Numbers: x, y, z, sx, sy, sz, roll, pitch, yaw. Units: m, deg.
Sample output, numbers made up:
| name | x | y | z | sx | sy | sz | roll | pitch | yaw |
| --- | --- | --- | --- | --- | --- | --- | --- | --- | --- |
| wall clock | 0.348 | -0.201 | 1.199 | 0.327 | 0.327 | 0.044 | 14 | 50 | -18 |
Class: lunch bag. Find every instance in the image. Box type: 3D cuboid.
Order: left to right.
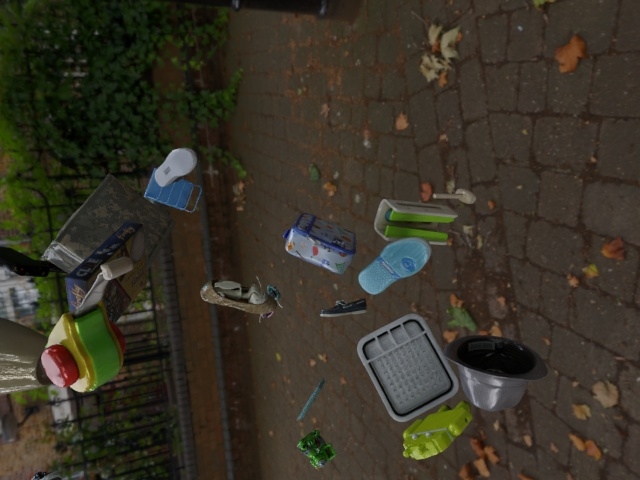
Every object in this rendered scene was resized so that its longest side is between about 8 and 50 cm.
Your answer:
| name | x | y | z | sx | sy | sz | roll | pitch | yaw |
| --- | --- | --- | --- | --- | --- | --- | --- | --- | --- |
| lunch bag | -0.565 | -0.016 | 1.315 | 0.169 | 0.235 | 0.287 | -27 | 32 | 46 |
| lunch bag | 0.000 | 0.000 | 1.649 | 0.303 | 0.243 | 0.114 | -68 | 3 | -76 |

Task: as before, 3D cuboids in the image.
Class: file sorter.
| name | x | y | z | sx | sy | sz | roll | pitch | yaw |
| --- | --- | --- | --- | --- | --- | --- | --- | --- | --- |
| file sorter | -0.564 | -0.188 | 1.839 | 0.104 | 0.170 | 0.118 | 19 | 89 | 43 |

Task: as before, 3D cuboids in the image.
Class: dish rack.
| name | x | y | z | sx | sy | sz | roll | pitch | yaw |
| --- | --- | --- | --- | --- | --- | --- | --- | --- | --- |
| dish rack | 0.323 | 0.473 | 1.786 | 0.332 | 0.286 | 0.072 | 62 | 173 | 17 |

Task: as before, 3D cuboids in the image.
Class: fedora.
| name | x | y | z | sx | sy | sz | roll | pitch | yaw |
| --- | --- | --- | --- | --- | --- | --- | --- | --- | --- |
| fedora | 0.427 | 0.336 | 1.183 | 0.275 | 0.244 | 0.124 | -21 | -64 | -66 |

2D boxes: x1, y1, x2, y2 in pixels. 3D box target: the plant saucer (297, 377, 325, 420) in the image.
| name | x | y | z | sx | sy | sz | roll | pitch | yaw |
| --- | --- | --- | --- | --- | --- | --- | --- | --- | --- |
| plant saucer | -0.035 | 0.614 | 1.831 | 0.192 | 0.018 | 0.067 | -60 | -8 | 23 |

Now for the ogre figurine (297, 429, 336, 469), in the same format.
| name | x | y | z | sx | sy | sz | roll | pitch | yaw |
| --- | --- | --- | --- | --- | --- | --- | --- | --- | --- |
| ogre figurine | -0.011 | 0.740 | 1.688 | 0.118 | 0.097 | 0.197 | 45 | 163 | 19 |

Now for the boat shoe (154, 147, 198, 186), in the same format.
| name | x | y | z | sx | sy | sz | roll | pitch | yaw |
| --- | --- | --- | --- | --- | --- | --- | --- | --- | --- |
| boat shoe | -0.265 | -0.141 | 0.896 | 0.142 | 0.040 | 0.049 | -18 | 98 | 45 |

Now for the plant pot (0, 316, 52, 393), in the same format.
| name | x | y | z | sx | sy | sz | roll | pitch | yaw |
| --- | --- | --- | --- | --- | --- | --- | --- | --- | --- |
| plant pot | -0.948 | 0.362 | 1.450 | 0.256 | 0.274 | 0.256 | 5 | -90 | -82 |

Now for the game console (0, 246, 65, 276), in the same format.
| name | x | y | z | sx | sy | sz | roll | pitch | yaw |
| --- | --- | --- | --- | --- | --- | --- | --- | --- | --- |
| game console | -0.974 | 0.078 | 1.660 | 0.213 | 0.361 | 0.043 | 19 | 90 | 22 |

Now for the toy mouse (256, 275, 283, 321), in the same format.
| name | x | y | z | sx | sy | sz | roll | pitch | yaw |
| --- | --- | --- | --- | --- | --- | --- | --- | --- | --- |
| toy mouse | -0.173 | 0.215 | 1.658 | 0.143 | 0.031 | 0.160 | 9 | 92 | 38 |

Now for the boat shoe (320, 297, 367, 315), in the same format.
| name | x | y | z | sx | sy | sz | roll | pitch | yaw |
| --- | --- | --- | --- | --- | --- | --- | --- | --- | --- |
| boat shoe | 0.117 | 0.337 | 2.392 | 0.095 | 0.255 | 0.079 | 151 | 113 | -73 |

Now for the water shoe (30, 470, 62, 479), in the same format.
| name | x | y | z | sx | sy | sz | roll | pitch | yaw |
| --- | --- | --- | --- | --- | --- | --- | --- | --- | --- |
| water shoe | -0.895 | 0.774 | 1.518 | 0.203 | 0.073 | 0.080 | -45 | 53 | 22 |

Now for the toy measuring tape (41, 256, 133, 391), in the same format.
| name | x | y | z | sx | sy | sz | roll | pitch | yaw |
| --- | --- | --- | --- | --- | --- | --- | --- | --- | --- |
| toy measuring tape | -0.335 | 0.149 | 0.720 | 0.330 | 0.121 | 0.121 | -40 | 56 | 37 |

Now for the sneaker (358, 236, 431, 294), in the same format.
| name | x | y | z | sx | sy | sz | roll | pitch | yaw |
| --- | --- | --- | --- | --- | --- | --- | --- | --- | --- |
| sneaker | 0.276 | 0.045 | 1.597 | 0.127 | 0.208 | 0.319 | 52 | 137 | 0 |

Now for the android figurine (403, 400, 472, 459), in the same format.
| name | x | y | z | sx | sy | sz | roll | pitch | yaw |
| --- | --- | --- | --- | --- | --- | --- | --- | --- | --- |
| android figurine | 0.368 | 0.607 | 1.523 | 0.248 | 0.273 | 0.056 | -38 | 79 | 49 |

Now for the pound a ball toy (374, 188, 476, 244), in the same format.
| name | x | y | z | sx | sy | sz | roll | pitch | yaw |
| --- | --- | --- | --- | --- | --- | --- | --- | --- | --- |
| pound a ball toy | 0.372 | -0.107 | 1.718 | 0.135 | 0.319 | 0.208 | -127 | 46 | -55 |

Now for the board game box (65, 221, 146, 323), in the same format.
| name | x | y | z | sx | sy | sz | roll | pitch | yaw |
| --- | --- | --- | --- | --- | --- | --- | --- | --- | --- |
| board game box | -0.438 | 0.086 | 0.997 | 0.243 | 0.042 | 0.165 | -78 | -4 | -63 |

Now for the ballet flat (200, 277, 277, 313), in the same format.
| name | x | y | z | sx | sy | sz | roll | pitch | yaw |
| --- | --- | --- | --- | --- | --- | --- | --- | --- | --- |
| ballet flat | -0.199 | 0.140 | 1.214 | 0.067 | 0.206 | 0.073 | -57 | 32 | 40 |
